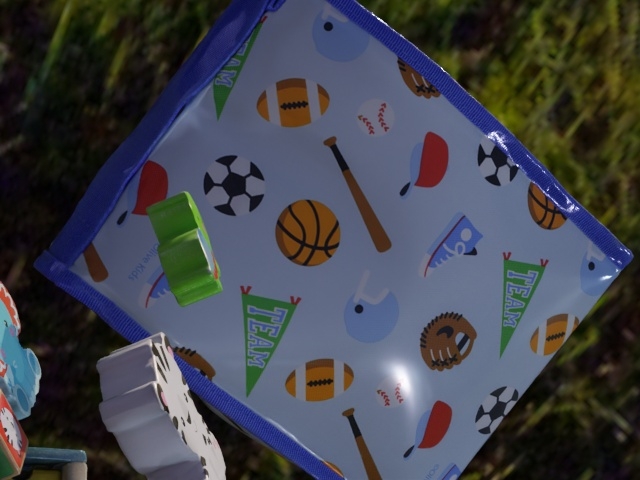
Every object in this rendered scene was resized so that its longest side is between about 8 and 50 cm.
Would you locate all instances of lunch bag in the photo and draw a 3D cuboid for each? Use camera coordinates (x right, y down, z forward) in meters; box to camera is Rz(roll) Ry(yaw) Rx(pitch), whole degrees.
[{"bbox_3d":[0.000,0.000,1.362,0.385,0.328,0.239,39,-5,-33],"label":"lunch bag"}]

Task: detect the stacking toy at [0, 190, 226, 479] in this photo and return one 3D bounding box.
[{"bbox_3d":[-0.116,0.051,0.540,0.221,0.167,0.052,-98,165,-69],"label":"stacking toy"}]

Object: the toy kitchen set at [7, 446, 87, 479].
[{"bbox_3d":[-0.172,0.088,0.864,0.166,0.207,0.122,8,62,-30],"label":"toy kitchen set"}]
